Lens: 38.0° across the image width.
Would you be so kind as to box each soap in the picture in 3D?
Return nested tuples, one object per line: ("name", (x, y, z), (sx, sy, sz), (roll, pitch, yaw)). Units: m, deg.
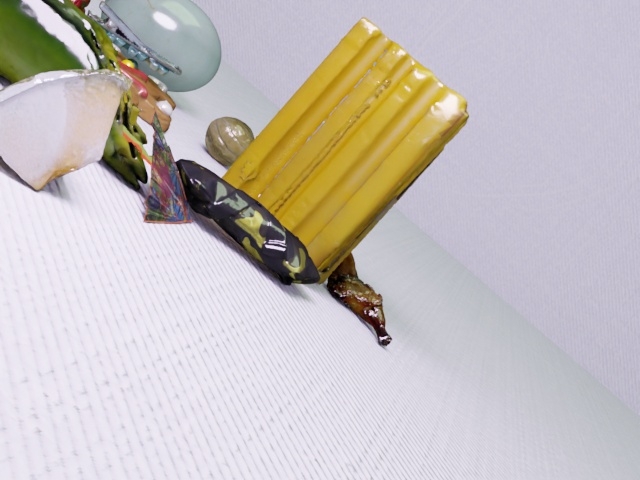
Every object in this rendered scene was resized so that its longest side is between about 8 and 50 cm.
("soap", (0.030, -0.115, 1.268), (0.204, 0.324, 0.096), (44, 5, 16))

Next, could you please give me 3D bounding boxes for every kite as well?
("kite", (-0.178, -0.071, 1.026), (0.190, 0.010, 0.159), (-97, 165, -46))

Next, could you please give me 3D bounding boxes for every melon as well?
("melon", (-0.231, -0.110, 0.852), (0.093, 0.139, 0.202), (62, 4, -8))

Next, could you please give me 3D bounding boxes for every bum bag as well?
("bum bag", (-0.089, -0.020, 1.134), (0.232, 0.060, 0.107), (38, 9, -12))

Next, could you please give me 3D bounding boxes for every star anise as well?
("star anise", (0.000, 0.000, 1.415), (0.168, 0.057, 0.168), (38, 8, -7))

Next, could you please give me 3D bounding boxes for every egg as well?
("egg", (-0.284, -0.363, 1.665), (0.231, 0.168, 0.168), (34, 10, -19))

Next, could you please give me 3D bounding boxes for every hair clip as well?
("hair clip", (-0.296, -0.313, 1.479), (0.173, 0.049, 0.049), (37, 9, -28))

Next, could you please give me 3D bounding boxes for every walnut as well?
("walnut", (-0.149, -0.165, 1.544), (0.092, 0.092, 0.092), (39, 9, -7))

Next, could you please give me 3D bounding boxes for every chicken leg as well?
("chicken leg", (0.058, 0.090, 1.285), (0.062, 0.037, 0.145), (-10, 45, -49))

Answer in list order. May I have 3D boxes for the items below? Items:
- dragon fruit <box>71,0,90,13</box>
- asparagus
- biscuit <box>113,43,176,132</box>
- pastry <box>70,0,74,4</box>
("dragon fruit", (-0.404, -0.391, 1.435), (0.142, 0.130, 0.121), (-91, 170, -65))
("asparagus", (-0.309, -0.220, 1.024), (0.382, 0.128, 0.108), (41, -33, -6))
("biscuit", (-0.306, -0.251, 1.423), (0.216, 0.047, 0.340), (38, 9, -6))
("pastry", (-0.385, -0.296, 1.168), (0.182, 0.093, 0.192), (25, 17, -50))
